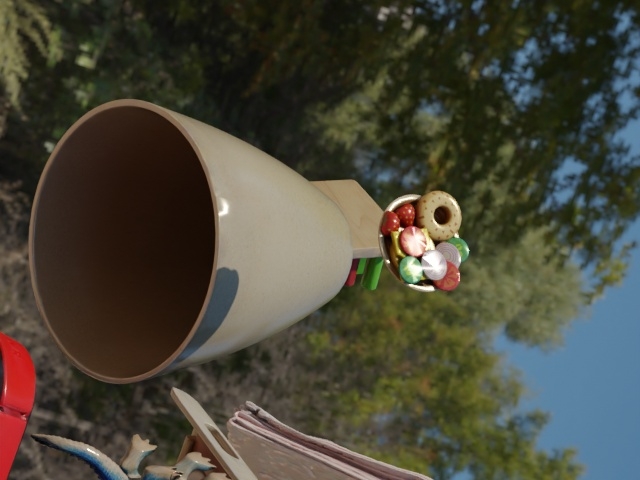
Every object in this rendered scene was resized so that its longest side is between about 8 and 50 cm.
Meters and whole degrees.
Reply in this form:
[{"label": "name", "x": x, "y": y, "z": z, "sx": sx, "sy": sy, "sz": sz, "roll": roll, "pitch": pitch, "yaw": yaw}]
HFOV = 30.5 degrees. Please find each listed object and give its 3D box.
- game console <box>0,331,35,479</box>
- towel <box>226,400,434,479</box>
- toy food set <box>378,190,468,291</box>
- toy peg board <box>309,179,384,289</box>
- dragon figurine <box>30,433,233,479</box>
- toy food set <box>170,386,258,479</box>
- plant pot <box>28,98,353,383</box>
[{"label": "game console", "x": -0.424, "y": 0.227, "z": 1.060, "sx": 0.386, "sy": 0.060, "sz": 0.342, "roll": 5, "pitch": -109, "yaw": 42}, {"label": "towel", "x": 0.021, "y": 0.354, "z": 1.669, "sx": 0.332, "sy": 0.317, "sz": 0.053, "roll": 95, "pitch": 20, "yaw": -63}, {"label": "toy food set", "x": 0.083, "y": 0.002, "z": 0.938, "sx": 0.020, "sy": 0.083, "sz": 0.082, "roll": -25, "pitch": -105, "yaw": 55}, {"label": "toy peg board", "x": 0.000, "y": 0.000, "z": 1.454, "sx": 0.161, "sy": 0.161, "sz": 0.079, "roll": 51, "pitch": -43, "yaw": 48}, {"label": "dragon figurine", "x": -0.175, "y": 0.276, "z": 1.150, "sx": 0.085, "sy": 0.289, "sz": 0.144, "roll": 28, "pitch": -89, "yaw": 40}, {"label": "toy food set", "x": -0.169, "y": 0.357, "z": 1.358, "sx": 0.220, "sy": 0.092, "sz": 0.306, "roll": 39, "pitch": -68, "yaw": 52}, {"label": "plant pot", "x": -0.100, "y": 0.007, "z": 1.162, "sx": 0.256, "sy": 0.274, "sz": 0.256, "roll": -3, "pitch": -94, "yaw": 38}]
